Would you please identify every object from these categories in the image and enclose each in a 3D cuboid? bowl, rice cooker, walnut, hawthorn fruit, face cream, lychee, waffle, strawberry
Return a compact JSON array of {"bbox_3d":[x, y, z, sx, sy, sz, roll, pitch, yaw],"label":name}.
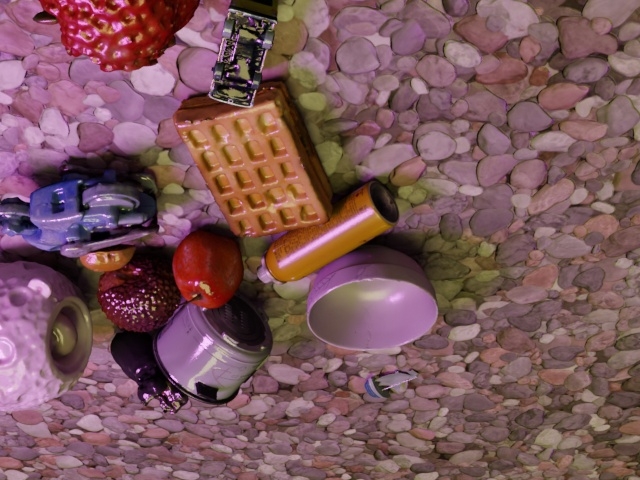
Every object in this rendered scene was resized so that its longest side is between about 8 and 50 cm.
[{"bbox_3d":[0.110,0.111,1.805,0.287,0.143,0.287,-2,143,-1],"label":"bowl"},{"bbox_3d":[-0.250,0.245,1.895,0.241,0.280,0.227,28,116,-29],"label":"rice cooker"},{"bbox_3d":[-0.454,0.039,1.751,0.121,0.091,0.052,-7,100,-23],"label":"walnut"},{"bbox_3d":[-0.244,0.083,1.754,0.163,0.203,0.162,3,141,2],"label":"hawthorn fruit"},{"bbox_3d":[0.000,0.000,1.725,0.349,0.105,0.105,-31,129,31],"label":"face cream"},{"bbox_3d":[-0.399,0.125,1.828,0.188,0.188,0.188,1,138,1],"label":"lychee"},{"bbox_3d":[-0.119,-0.150,1.573,0.224,0.098,0.327,-12,134,14],"label":"waffle"},{"bbox_3d":[-0.274,-0.425,1.144,0.267,0.312,0.351,0,124,-28],"label":"strawberry"}]

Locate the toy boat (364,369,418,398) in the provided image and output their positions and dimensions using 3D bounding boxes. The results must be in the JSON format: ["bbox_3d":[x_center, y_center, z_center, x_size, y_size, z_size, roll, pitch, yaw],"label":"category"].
[{"bbox_3d":[0.181,0.381,2.196,0.105,0.034,0.149,26,134,-27],"label":"toy boat"}]

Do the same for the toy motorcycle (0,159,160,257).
[{"bbox_3d":[-0.481,-0.032,1.650,0.319,0.182,0.241,-8,137,9],"label":"toy motorcycle"}]

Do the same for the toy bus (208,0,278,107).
[{"bbox_3d":[-0.128,-0.320,1.374,0.088,0.101,0.175,12,132,-11],"label":"toy bus"}]

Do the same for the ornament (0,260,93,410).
[{"bbox_3d":[-0.685,0.209,1.824,0.337,0.337,0.337,1,138,1],"label":"ornament"}]

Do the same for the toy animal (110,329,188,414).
[{"bbox_3d":[-0.398,0.319,1.967,0.106,0.343,0.168,-49,122,-6],"label":"toy animal"}]
